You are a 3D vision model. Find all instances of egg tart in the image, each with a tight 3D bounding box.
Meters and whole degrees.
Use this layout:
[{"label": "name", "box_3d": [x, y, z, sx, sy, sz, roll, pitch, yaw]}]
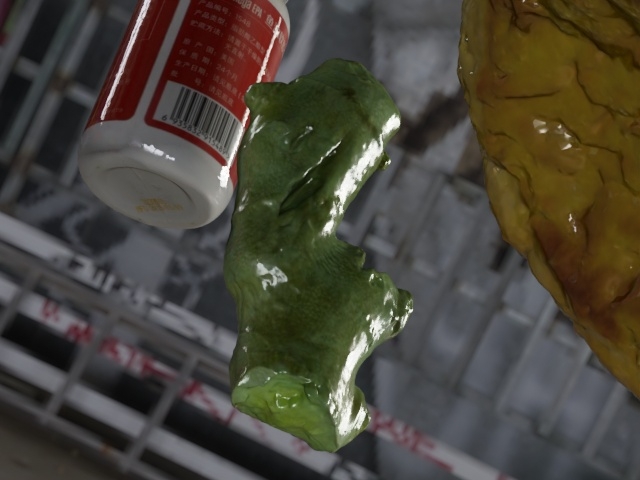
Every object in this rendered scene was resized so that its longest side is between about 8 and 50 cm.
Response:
[{"label": "egg tart", "box_3d": [0.203, -0.057, 0.916, 0.341, 0.129, 0.341, 45, -27, 31]}]

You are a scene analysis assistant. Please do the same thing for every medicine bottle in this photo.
[{"label": "medicine bottle", "box_3d": [-0.104, -0.141, 1.427, 0.131, 0.250, 0.131, 15, -28, 8]}]

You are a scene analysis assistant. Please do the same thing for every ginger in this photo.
[{"label": "ginger", "box_3d": [-0.002, 0.005, 1.196, 0.137, 0.290, 0.089, 2, -23, -12]}]
